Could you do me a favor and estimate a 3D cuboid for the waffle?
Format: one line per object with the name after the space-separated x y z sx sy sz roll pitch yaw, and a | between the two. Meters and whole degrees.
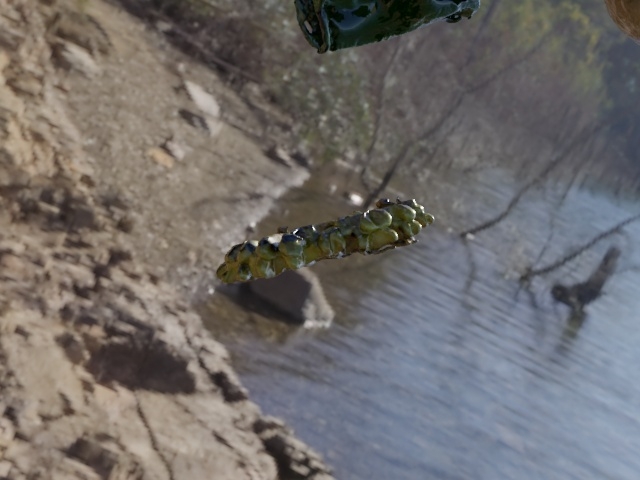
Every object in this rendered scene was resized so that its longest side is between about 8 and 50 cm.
0.000 0.000 1.135 0.229 0.051 0.232 -18 4 -29 | waffle

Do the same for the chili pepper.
0.071 -0.255 1.140 0.216 0.108 0.062 0 54 -19 | chili pepper

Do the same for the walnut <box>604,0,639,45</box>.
0.445 -0.309 1.099 0.277 0.313 0.252 15 39 -4 | walnut
